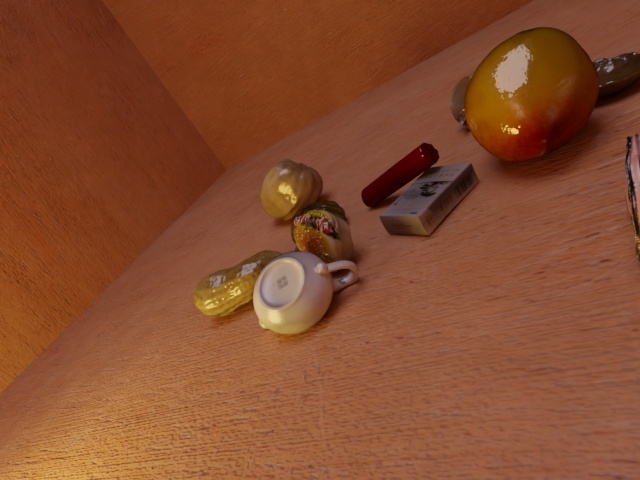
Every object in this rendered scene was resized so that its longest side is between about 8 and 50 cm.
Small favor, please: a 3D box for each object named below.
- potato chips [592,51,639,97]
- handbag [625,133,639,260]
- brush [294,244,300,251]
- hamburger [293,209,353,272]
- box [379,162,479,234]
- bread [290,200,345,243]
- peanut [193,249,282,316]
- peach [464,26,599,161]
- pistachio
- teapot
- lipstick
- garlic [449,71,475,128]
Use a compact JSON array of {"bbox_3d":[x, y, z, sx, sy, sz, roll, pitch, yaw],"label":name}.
[{"bbox_3d":[0.751,-0.424,1.068,0.195,0.062,0.208,-23,23,11],"label":"potato chips"},{"bbox_3d":[0.504,-0.079,0.577,0.116,0.179,0.205,-7,36,35],"label":"handbag"},{"bbox_3d":[-0.066,0.051,1.211,0.034,0.027,0.190,-2,64,47],"label":"brush"},{"bbox_3d":[0.000,0.000,1.108,0.116,0.173,0.210,-17,15,-27],"label":"hamburger"},{"bbox_3d":[0.283,-0.109,1.070,0.233,0.067,0.149,-43,21,-22],"label":"box"},{"bbox_3d":[-0.014,-0.059,1.328,0.213,0.104,0.213,-26,22,12],"label":"bread"},{"bbox_3d":[-0.238,0.126,1.222,0.305,0.147,0.147,-28,24,13],"label":"peanut"},{"bbox_3d":[0.490,-0.327,0.982,0.289,0.289,0.308,-8,73,46],"label":"peach"},{"bbox_3d":[-0.125,-0.202,1.615,0.321,0.229,0.238,-13,63,57],"label":"pistachio"},{"bbox_3d":[-0.052,0.123,0.983,0.298,0.139,0.204,-24,51,16],"label":"teapot"},{"bbox_3d":[0.224,-0.186,1.201,0.280,0.073,0.073,-35,14,51],"label":"lipstick"},{"bbox_3d":[0.538,-0.450,1.327,0.143,0.178,0.229,-12,29,-33],"label":"garlic"}]
